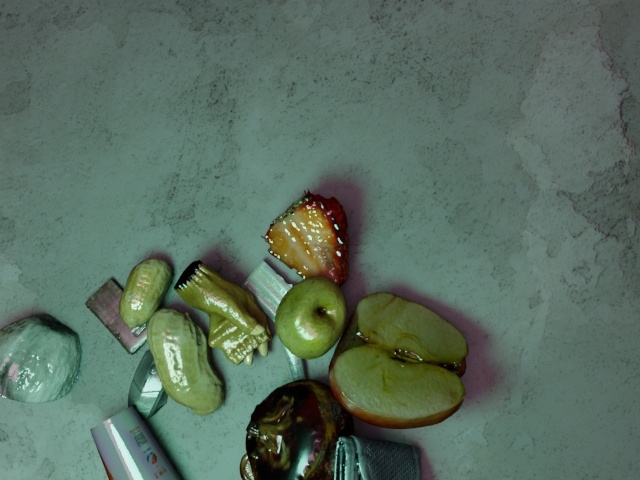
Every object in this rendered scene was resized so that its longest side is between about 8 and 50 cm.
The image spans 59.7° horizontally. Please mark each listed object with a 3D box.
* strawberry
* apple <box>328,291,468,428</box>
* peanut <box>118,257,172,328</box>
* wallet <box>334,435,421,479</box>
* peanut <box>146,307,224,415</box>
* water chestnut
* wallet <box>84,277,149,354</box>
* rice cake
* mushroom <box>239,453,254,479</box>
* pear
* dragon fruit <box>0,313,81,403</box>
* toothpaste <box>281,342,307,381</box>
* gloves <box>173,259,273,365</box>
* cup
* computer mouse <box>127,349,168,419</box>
[{"bbox_3d":[0.004,-0.016,1.632,0.280,0.150,0.253,38,123,4],"label":"strawberry"},{"bbox_3d":[0.213,0.329,1.496,0.364,0.295,0.329,15,94,2],"label":"apple"},{"bbox_3d":[-0.540,0.160,1.707,0.129,0.129,0.224,20,69,10],"label":"peanut"},{"bbox_3d":[0.169,0.641,1.442,0.075,0.342,0.237,-21,56,39],"label":"wallet"},{"bbox_3d":[-0.409,0.362,1.657,0.158,0.174,0.340,-20,83,24],"label":"peanut"},{"bbox_3d":[-0.075,0.545,1.501,0.350,0.302,0.351,-24,48,30],"label":"water chestnut"},{"bbox_3d":[-0.628,0.240,1.762,0.124,0.042,0.230,-45,78,-6],"label":"wallet"},{"bbox_3d":[-0.129,0.177,1.688,0.237,0.043,0.127,43,92,9],"label":"rice cake"},{"bbox_3d":[-0.179,0.674,1.652,0.123,0.052,0.123,0,84,2],"label":"mushroom"},{"bbox_3d":[-0.029,0.214,1.556,0.188,0.211,0.229,26,65,-17],"label":"pear"},{"bbox_3d":[-0.902,0.353,1.719,0.282,0.204,0.221,25,89,9],"label":"dragon fruit"},{"bbox_3d":[-0.072,0.366,1.654,0.061,0.037,0.216,-14,94,2],"label":"toothpaste"},{"bbox_3d":[-0.272,0.208,1.641,0.356,0.155,0.203,53,135,-4],"label":"gloves"},{"bbox_3d":[-0.546,0.645,1.633,0.203,0.203,0.288,-30,85,6],"label":"cup"},{"bbox_3d":[-0.527,0.443,1.717,0.126,0.071,0.231,22,89,10],"label":"computer mouse"}]
